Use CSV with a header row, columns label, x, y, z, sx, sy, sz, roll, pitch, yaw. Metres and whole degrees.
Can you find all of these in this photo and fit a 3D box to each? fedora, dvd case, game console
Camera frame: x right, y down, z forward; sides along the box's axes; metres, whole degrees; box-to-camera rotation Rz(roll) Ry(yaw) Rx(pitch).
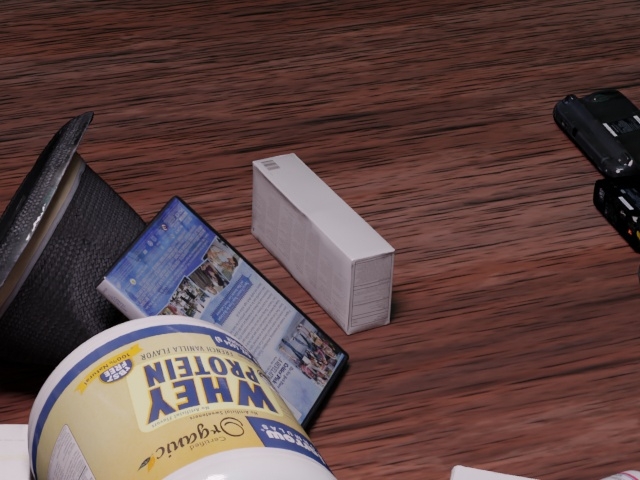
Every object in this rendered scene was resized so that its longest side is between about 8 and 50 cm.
label,x,y,z,sx,sy,sz,roll,pitch,yaw
fedora,-0.268,0.030,1.984,0.152,0.334,0.334,31,30,-11
dvd case,-0.094,0.083,1.939,0.253,0.022,0.180,43,35,-5
game console,0.414,-0.095,2.386,0.213,0.044,0.361,-7,33,-17

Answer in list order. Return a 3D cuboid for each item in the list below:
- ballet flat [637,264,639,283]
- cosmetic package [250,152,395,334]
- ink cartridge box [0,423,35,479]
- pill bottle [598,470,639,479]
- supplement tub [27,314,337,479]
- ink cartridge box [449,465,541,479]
label,x,y,z,sx,sy,sz,roll,pitch,yaw
ballet flat,0.439,0.026,2.178,0.173,0.049,0.057,-12,35,-22
cosmetic package,0.000,0.000,2.150,0.060,0.099,0.239,-12,34,-26
ink cartridge box,-0.305,0.233,1.752,0.090,0.092,0.143,1,32,-3
pill bottle,0.264,0.260,1.747,0.160,0.087,0.087,-14,35,-26
supplement tub,-0.103,0.231,1.637,0.228,0.228,0.316,-11,34,-21
ink cartridge box,0.126,0.344,1.422,0.121,0.211,0.289,8,47,11
